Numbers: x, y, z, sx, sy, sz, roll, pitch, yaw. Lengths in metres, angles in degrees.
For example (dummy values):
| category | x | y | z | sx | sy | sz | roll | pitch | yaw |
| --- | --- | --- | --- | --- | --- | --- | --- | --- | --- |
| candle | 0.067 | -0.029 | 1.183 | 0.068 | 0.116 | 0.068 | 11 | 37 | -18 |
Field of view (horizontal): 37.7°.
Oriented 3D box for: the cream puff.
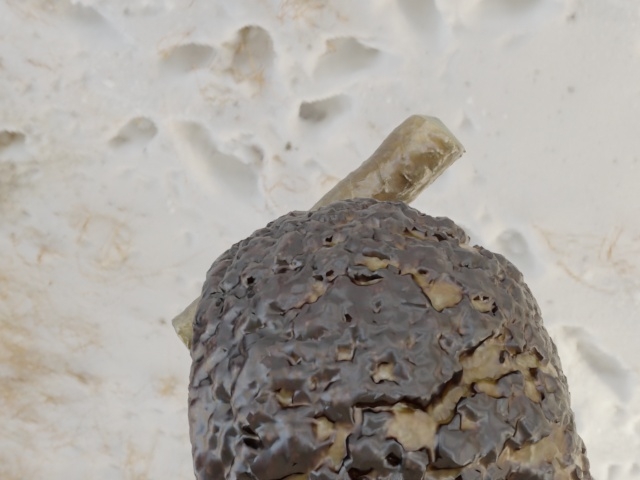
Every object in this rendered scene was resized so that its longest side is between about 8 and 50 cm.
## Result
| category | x | y | z | sx | sy | sz | roll | pitch | yaw |
| --- | --- | --- | --- | --- | --- | --- | --- | --- | --- |
| cream puff | 0.039 | 0.094 | 0.451 | 0.165 | 0.239 | 0.239 | -15 | 128 | 13 |

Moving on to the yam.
| category | x | y | z | sx | sy | sz | roll | pitch | yaw |
| --- | --- | --- | --- | --- | --- | --- | --- | --- | --- |
| yam | 0.000 | 0.000 | 0.806 | 0.300 | 0.066 | 0.066 | -40 | 120 | -3 |
